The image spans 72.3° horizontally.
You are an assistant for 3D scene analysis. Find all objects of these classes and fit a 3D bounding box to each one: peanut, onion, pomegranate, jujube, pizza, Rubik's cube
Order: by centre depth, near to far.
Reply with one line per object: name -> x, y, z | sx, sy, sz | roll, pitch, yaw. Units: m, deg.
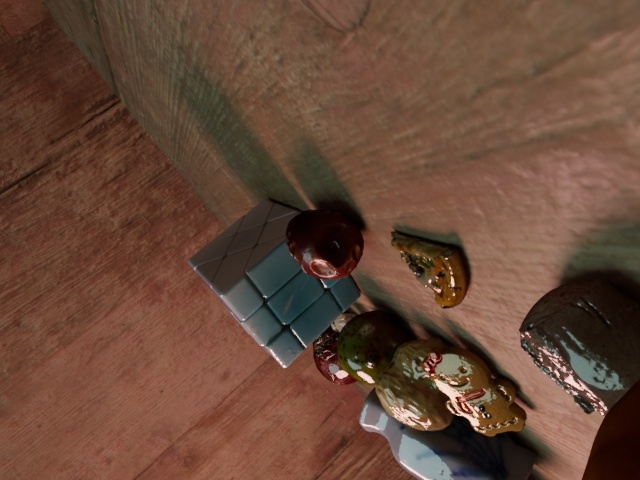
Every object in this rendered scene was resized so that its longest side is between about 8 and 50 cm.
pizza -> 0.180, 0.036, 0.755 | 0.176, 0.036, 0.184 | 43, 163, 21
jujube -> 0.000, 0.000, 0.976 | 0.155, 0.155, 0.230 | 56, 173, -22
peanut -> 0.242, 0.334, 1.027 | 0.197, 0.232, 0.110 | 31, -167, 15
pomegranate -> 0.158, 0.291, 1.199 | 0.246, 0.198, 0.198 | 12, -161, -49
Rubik's cube -> -0.136, 0.110, 1.280 | 0.319, 0.322, 0.315 | 23, 149, 56
onion -> 0.070, 0.366, 1.545 | 0.281, 0.281, 0.221 | 47, 122, 7

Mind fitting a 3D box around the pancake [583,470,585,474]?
pancake -> 0.572, 0.504, 0.778 | 0.222, 0.042, 0.236 | 37, 162, 31

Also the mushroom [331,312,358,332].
mushroom -> 0.188, 0.349, 1.358 | 0.351, 0.097, 0.109 | 40, -167, 20

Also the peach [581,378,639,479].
peach -> 0.306, 0.193, 0.214 | 0.301, 0.343, 0.343 | 46, 165, 2

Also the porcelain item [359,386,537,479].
porcelain item -> 0.316, 0.511, 1.126 | 0.406, 0.243, 0.178 | 25, 132, 31

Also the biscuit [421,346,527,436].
biscuit -> 0.312, 0.309, 0.902 | 0.225, 0.036, 0.166 | 52, 133, -1

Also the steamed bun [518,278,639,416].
steamed bun -> 0.301, 0.123, 0.493 | 0.145, 0.106, 0.175 | 43, 166, 23
